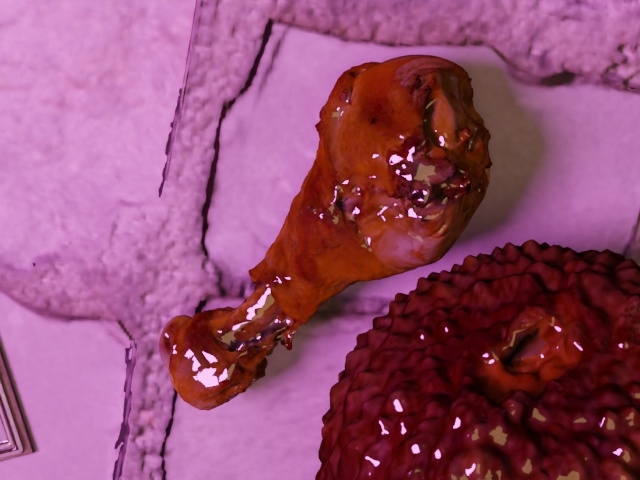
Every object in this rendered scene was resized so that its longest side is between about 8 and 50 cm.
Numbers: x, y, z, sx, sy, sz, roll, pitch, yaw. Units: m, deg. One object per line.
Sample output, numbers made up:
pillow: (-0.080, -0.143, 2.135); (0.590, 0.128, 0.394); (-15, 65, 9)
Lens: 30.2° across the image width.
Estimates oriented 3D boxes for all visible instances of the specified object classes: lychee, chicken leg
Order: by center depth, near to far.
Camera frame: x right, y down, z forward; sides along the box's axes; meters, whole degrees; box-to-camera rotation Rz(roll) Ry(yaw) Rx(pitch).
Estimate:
lychee: (0.119, 0.144, 0.654); (0.271, 0.271, 0.271); (-1, 104, -4)
chicken leg: (0.002, 0.001, 0.683); (0.251, 0.107, 0.087); (-46, 147, 15)

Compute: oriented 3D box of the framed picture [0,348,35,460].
framed picture: (-0.267, 0.064, 0.712); (0.142, 0.011, 0.183); (-14, 105, -1)
